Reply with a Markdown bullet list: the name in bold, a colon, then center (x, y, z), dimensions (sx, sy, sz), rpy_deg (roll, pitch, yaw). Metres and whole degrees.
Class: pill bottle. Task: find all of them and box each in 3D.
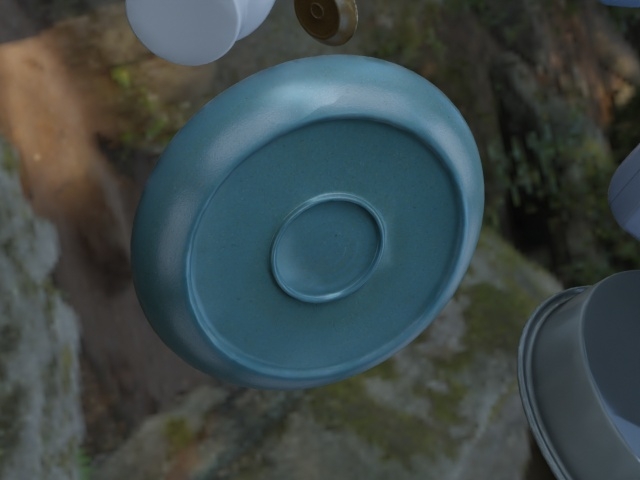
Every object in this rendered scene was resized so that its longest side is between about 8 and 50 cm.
- **pill bottle**: center (-0.061, -0.169, 0.925), dimensions (0.160, 0.087, 0.087), rpy_deg (-71, 151, -53)

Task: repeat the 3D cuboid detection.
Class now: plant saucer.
- **plant saucer**: center (0.001, -0.232, 1.583), dimensions (0.015, 0.083, 0.083), rpy_deg (-33, 118, -40)
- **plant saucer**: center (0.000, 0.000, 1.321), dimensions (0.044, 0.317, 0.318), rpy_deg (-125, -165, -55)

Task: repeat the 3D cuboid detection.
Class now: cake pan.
- **cake pan**: center (0.280, 0.135, 1.160), dimensions (0.054, 0.293, 0.293), rpy_deg (-53, -152, 37)

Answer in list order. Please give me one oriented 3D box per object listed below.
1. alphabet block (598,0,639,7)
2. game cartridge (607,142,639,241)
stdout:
- **alphabet block**: center (0.205, -0.220, 0.604), dimensions (0.197, 0.193, 0.192), rpy_deg (-62, 147, -35)
- **game cartridge**: center (0.374, -0.076, 1.198), dimensions (0.196, 0.294, 0.060), rpy_deg (29, 35, -40)
